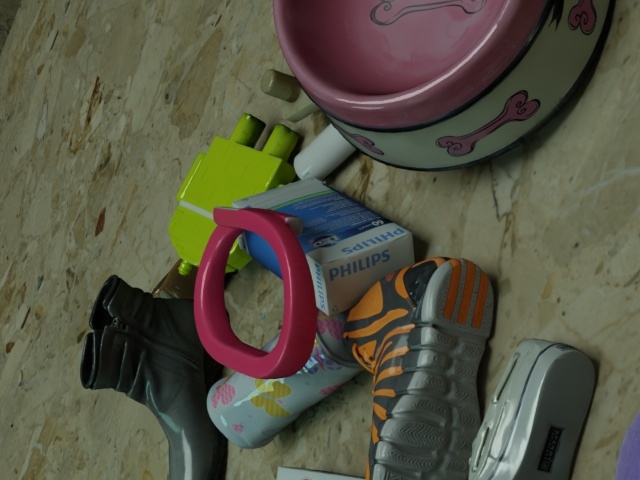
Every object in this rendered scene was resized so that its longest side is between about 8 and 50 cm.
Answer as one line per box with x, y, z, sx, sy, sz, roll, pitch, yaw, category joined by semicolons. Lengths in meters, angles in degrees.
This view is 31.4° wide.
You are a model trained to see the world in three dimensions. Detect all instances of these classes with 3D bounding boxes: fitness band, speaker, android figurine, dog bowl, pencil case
-0.086;0.064;1.446;0.291;0.054;0.209;13;101;60;fitness band
0.021;-0.135;1.600;0.136;0.055;0.055;-41;47;40;speaker
-0.135;-0.060;1.746;0.248;0.056;0.273;21;83;43;android figurine
0.120;-0.292;1.313;0.408;0.150;0.408;-9;74;33;dog bowl
-0.038;0.176;1.519;0.273;0.113;0.124;-42;2;41;pencil case

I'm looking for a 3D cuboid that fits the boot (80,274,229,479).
-0.263;0.234;1.724;0.118;0.222;0.338;-29;55;47;boot

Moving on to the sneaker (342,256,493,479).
0.097;0.178;1.334;0.180;0.124;0.321;-7;61;59;sneaker

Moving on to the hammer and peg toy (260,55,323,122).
0.056;-0.329;1.556;0.361;0.127;0.266;-23;60;50;hammer and peg toy

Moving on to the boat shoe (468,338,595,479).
0.195;0.228;1.175;0.088;0.096;0.267;18;92;60;boat shoe

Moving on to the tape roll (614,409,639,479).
0.349;0.212;0.967;0.189;0.080;0.189;-26;56;48;tape roll

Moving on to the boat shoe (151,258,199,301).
-0.217;0.065;1.860;0.207;0.073;0.073;-37;9;36;boat shoe

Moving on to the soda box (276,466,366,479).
0.028;0.326;1.404;0.216;0.069;0.074;-8;72;54;soda box

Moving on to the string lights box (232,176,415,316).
0.000;0.000;1.495;0.259;0.133;0.077;34;137;55;string lights box
